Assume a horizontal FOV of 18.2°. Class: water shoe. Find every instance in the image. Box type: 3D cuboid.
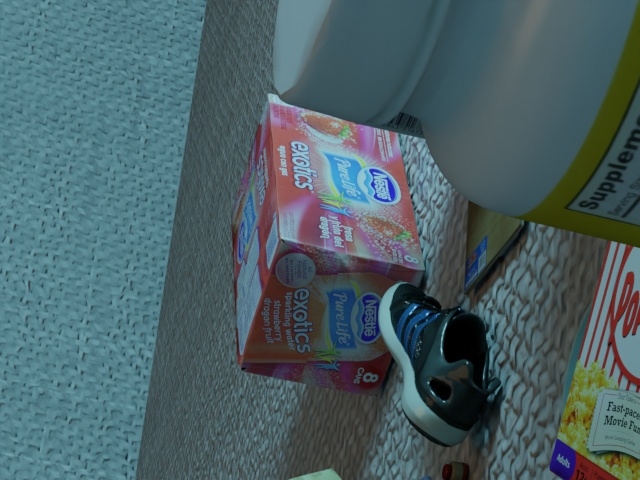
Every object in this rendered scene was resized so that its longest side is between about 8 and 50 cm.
[{"bbox_3d":[0.103,0.084,1.600,0.080,0.073,0.203,-49,26,20],"label":"water shoe"}]

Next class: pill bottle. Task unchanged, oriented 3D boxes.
[{"bbox_3d":[0.158,-0.086,0.814,0.188,0.334,0.188,-167,90,-79],"label":"pill bottle"}]

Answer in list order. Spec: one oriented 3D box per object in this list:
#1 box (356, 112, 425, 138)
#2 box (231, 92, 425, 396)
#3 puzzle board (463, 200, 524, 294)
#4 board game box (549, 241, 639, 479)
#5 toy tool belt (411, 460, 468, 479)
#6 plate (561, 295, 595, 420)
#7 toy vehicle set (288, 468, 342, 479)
[{"bbox_3d":[0.100,-0.155,1.683,0.072,0.126,0.137,114,164,-48],"label":"box"},{"bbox_3d":[0.000,0.000,1.947,0.300,0.142,0.154,-97,23,-60],"label":"box"},{"bbox_3d":[0.144,-0.024,1.620,0.128,0.011,0.096,121,157,-58],"label":"puzzle board"},{"bbox_3d":[0.201,0.062,1.121,0.147,0.045,0.193,-152,75,-68],"label":"board game box"},{"bbox_3d":[0.086,0.205,1.541,0.052,0.051,0.083,122,159,-57],"label":"toy tool belt"},{"bbox_3d":[0.186,0.087,1.264,0.188,0.024,0.188,-167,90,-79],"label":"plate"},{"bbox_3d":[0.028,0.312,1.380,0.166,0.035,0.267,-135,39,-59],"label":"toy vehicle set"}]
